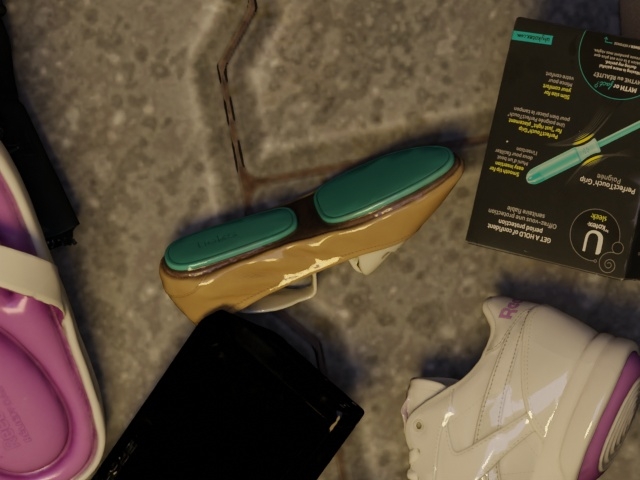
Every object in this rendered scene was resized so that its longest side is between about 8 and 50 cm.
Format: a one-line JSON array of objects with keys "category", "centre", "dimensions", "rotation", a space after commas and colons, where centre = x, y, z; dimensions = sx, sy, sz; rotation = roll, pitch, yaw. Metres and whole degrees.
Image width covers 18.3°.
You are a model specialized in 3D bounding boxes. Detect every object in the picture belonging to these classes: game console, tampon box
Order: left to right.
[{"category": "game console", "centre": [0.002, 0.230, 1.377], "dimensions": [0.361, 0.044, 0.213], "rotation": [39, 105, 20]}, {"category": "tampon box", "centre": [0.188, -0.061, 1.373], "dimensions": [0.120, 0.101, 0.161], "rotation": [15, 95, 26]}]

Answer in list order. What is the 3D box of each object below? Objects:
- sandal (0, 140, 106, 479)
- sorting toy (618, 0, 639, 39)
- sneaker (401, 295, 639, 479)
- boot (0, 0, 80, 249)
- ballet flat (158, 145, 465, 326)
[{"category": "sandal", "centre": [-0.246, 0.039, 1.310], "dimensions": [0.169, 0.102, 0.416], "rotation": [-29, 129, 2]}, {"category": "sorting toy", "centre": [0.324, -0.244, 1.407], "dimensions": [0.229, 0.041, 0.307], "rotation": [-4, 93, 2]}, {"category": "sneaker", "centre": [0.110, 0.183, 1.421], "dimensions": [0.152, 0.114, 0.305], "rotation": [29, 94, 19]}, {"category": "boot", "centre": [-0.301, -0.058, 1.376], "dimensions": [0.246, 0.094, 0.207], "rotation": [-17, 91, -31]}, {"category": "ballet flat", "centre": [0.000, 0.000, 1.426], "dimensions": [0.232, 0.080, 0.073], "rotation": [-19, 120, 5]}]
